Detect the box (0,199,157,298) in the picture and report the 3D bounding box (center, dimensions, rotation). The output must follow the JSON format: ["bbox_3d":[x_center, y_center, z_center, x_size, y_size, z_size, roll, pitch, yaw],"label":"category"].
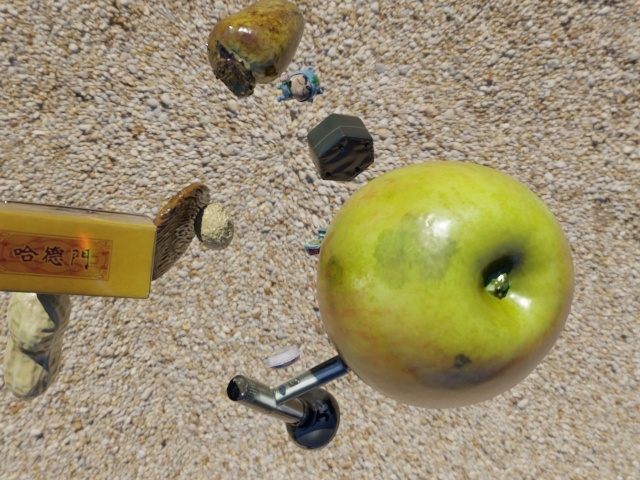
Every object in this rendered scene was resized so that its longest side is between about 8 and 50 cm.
[{"bbox_3d":[-0.427,0.003,0.860,0.264,0.415,0.116,5,94,-20],"label":"box"}]

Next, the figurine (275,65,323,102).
[{"bbox_3d":[-0.091,-0.515,1.704,0.178,0.144,0.114,-3,105,40],"label":"figurine"}]

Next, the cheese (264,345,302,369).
[{"bbox_3d":[-0.130,0.398,1.721,0.135,0.244,0.052,-19,89,-12],"label":"cheese"}]

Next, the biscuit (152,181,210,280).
[{"bbox_3d":[-0.404,-0.021,1.398,0.040,0.318,0.318,32,97,4],"label":"biscuit"}]

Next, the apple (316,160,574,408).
[{"bbox_3d":[0.164,0.052,0.677,0.339,0.339,0.340,-1,100,-4],"label":"apple"}]

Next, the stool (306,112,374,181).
[{"bbox_3d":[0.071,-0.317,1.740,0.232,0.141,0.232,-15,145,-11],"label":"stool"}]

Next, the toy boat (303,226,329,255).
[{"bbox_3d":[0.000,0.000,1.653,0.069,0.173,0.059,7,115,35],"label":"toy boat"}]

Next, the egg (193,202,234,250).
[{"bbox_3d":[-0.297,-0.039,1.415,0.118,0.116,0.140,-5,116,17],"label":"egg"}]

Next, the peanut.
[{"bbox_3d":[-0.618,0.215,1.089,0.120,0.136,0.299,11,109,-19],"label":"peanut"}]

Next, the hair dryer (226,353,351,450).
[{"bbox_3d":[-0.014,0.370,1.146,0.283,0.156,0.320,-11,145,20],"label":"hair dryer"}]

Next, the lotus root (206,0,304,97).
[{"bbox_3d":[-0.074,-0.272,0.664,0.108,0.191,0.095,16,143,18],"label":"lotus root"}]
